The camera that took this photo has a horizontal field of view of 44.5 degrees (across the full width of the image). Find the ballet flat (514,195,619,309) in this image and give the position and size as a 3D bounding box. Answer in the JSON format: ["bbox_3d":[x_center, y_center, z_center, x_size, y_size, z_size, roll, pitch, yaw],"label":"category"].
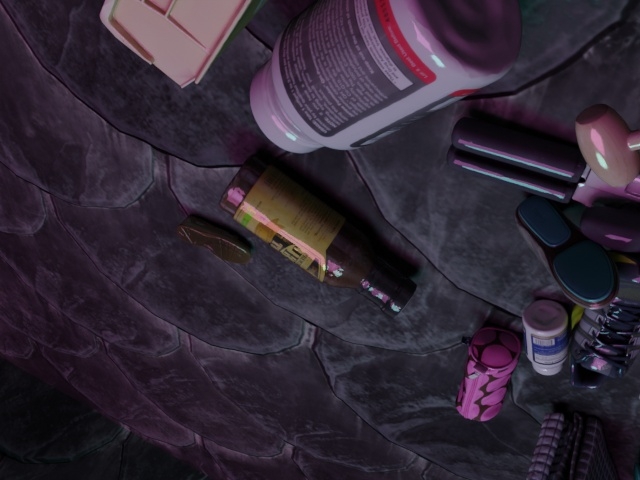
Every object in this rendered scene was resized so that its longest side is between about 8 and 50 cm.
[{"bbox_3d":[0.312,0.021,0.978,0.072,0.213,0.068,-29,130,6],"label":"ballet flat"}]

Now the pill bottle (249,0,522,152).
[{"bbox_3d":[0.054,-0.207,0.896,0.176,0.176,0.318,46,145,-18],"label":"pill bottle"}]

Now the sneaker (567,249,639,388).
[{"bbox_3d":[0.391,0.112,1.024,0.111,0.121,0.300,15,155,15],"label":"sneaker"}]

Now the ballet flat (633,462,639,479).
[{"bbox_3d":[0.611,0.497,1.399,0.124,0.116,0.343,1,134,13],"label":"ballet flat"}]

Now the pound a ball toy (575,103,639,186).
[{"bbox_3d":[0.412,-0.116,0.673,0.319,0.208,0.136,2,135,39],"label":"pound a ball toy"}]

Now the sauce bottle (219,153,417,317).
[{"bbox_3d":[0.000,0.000,1.268,0.344,0.111,0.111,36,147,-1],"label":"sauce bottle"}]

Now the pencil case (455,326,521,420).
[{"bbox_3d":[0.279,0.235,1.337,0.095,0.098,0.209,21,145,20],"label":"pencil case"}]

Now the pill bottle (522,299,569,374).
[{"bbox_3d":[0.347,0.152,1.201,0.067,0.067,0.120,13,141,29],"label":"pill bottle"}]

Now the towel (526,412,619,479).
[{"bbox_3d":[0.443,0.465,1.367,0.121,0.235,0.284,5,138,31],"label":"towel"}]

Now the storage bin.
[{"bbox_3d":[-0.073,-0.321,0.784,0.123,0.262,0.260,38,147,-11],"label":"storage bin"}]

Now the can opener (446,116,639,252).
[{"bbox_3d":[0.287,-0.065,0.947,0.283,0.095,0.076,18,144,12],"label":"can opener"}]

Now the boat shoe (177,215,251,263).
[{"bbox_3d":[-0.198,-0.004,1.505,0.152,0.048,0.056,20,133,9],"label":"boat shoe"}]
